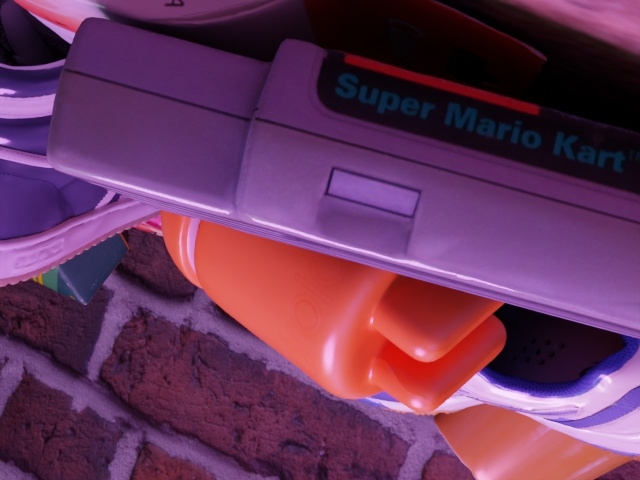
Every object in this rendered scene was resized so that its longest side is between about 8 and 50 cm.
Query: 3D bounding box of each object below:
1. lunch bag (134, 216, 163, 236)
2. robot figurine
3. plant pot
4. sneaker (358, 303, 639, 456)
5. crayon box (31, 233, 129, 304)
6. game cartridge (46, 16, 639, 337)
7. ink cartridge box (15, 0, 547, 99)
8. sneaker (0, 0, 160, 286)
[{"bbox_3d":[-0.157,-0.062,1.304,0.293,0.120,0.258,22,179,3],"label":"lunch bag"},{"bbox_3d":[0.000,-0.002,0.649,0.219,0.128,0.158,35,-176,31],"label":"robot figurine"},{"bbox_3d":[0.223,0.165,1.175,0.205,0.188,0.205,49,-176,-5],"label":"plant pot"},{"bbox_3d":[0.093,0.051,0.753,0.296,0.112,0.131,4,158,35],"label":"sneaker"},{"bbox_3d":[-0.327,-0.087,1.107,0.203,0.083,0.323,22,152,27],"label":"crayon box"},{"bbox_3d":[0.098,0.002,0.431,0.355,0.068,0.230,15,175,0],"label":"game cartridge"},{"bbox_3d":[-0.021,-0.068,0.411,0.179,0.045,0.145,25,180,4],"label":"ink cartridge box"},{"bbox_3d":[-0.142,-0.089,0.748,0.099,0.153,0.282,20,-154,15],"label":"sneaker"}]
